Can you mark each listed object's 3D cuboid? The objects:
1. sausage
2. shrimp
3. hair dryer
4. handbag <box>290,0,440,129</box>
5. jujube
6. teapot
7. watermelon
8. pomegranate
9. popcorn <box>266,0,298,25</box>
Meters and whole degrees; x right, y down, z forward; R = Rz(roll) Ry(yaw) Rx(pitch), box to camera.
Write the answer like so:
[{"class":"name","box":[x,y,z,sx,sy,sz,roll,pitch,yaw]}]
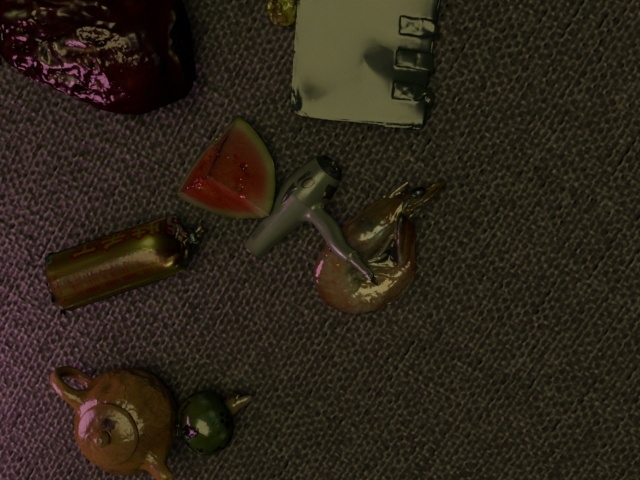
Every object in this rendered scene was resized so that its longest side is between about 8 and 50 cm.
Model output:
[{"class":"sausage","box":[-0.361,0.038,1.610,0.318,0.125,0.117,-18,135,10]},{"class":"shrimp","box":[0.124,0.013,1.572,0.317,0.077,0.168,-41,99,14]},{"class":"hair dryer","box":[-0.032,0.005,1.553,0.229,0.092,0.267,-29,65,27]},{"class":"handbag","box":[0.083,-0.331,1.533,0.260,0.079,0.247,7,98,7]},{"class":"jujube","box":[-0.398,-0.367,1.522,0.377,0.258,0.258,18,98,-1]},{"class":"teapot","box":[-0.391,0.344,1.623,0.311,0.167,0.203,39,103,6]},{"class":"watermelon","box":[-0.178,-0.115,1.589,0.145,0.137,0.192,-25,80,53]},{"class":"pomegranate","box":[-0.202,0.336,1.632,0.161,0.122,0.122,-32,91,-16]},{"class":"popcorn","box":[-0.069,-0.425,1.555,0.060,0.068,0.083,10,62,-11]}]
